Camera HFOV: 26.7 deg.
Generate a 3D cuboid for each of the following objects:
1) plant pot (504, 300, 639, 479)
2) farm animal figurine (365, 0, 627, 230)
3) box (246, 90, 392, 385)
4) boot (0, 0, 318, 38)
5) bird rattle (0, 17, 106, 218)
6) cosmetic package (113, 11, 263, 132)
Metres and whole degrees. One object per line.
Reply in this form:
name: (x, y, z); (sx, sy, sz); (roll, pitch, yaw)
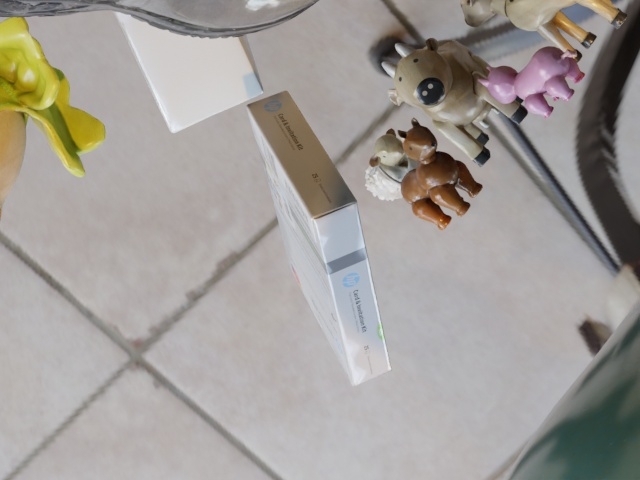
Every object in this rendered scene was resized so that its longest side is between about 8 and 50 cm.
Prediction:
plant pot: (0.178, 0.159, 0.489); (0.235, 0.293, 0.293); (-25, 122, -51)
farm animal figurine: (0.166, -0.190, 1.551); (0.172, 0.327, 0.330); (39, 89, -6)
box: (0.000, 0.000, 1.031); (0.038, 0.145, 0.186); (-21, 134, -9)
boot: (-0.058, -0.211, 0.859); (0.338, 0.223, 0.118); (-15, 90, -40)
bird rattle: (-0.317, -0.083, 1.084); (0.254, 0.207, 0.143); (-3, 145, 14)
cosmetic package: (-0.164, -0.303, 1.227); (0.097, 0.377, 0.284); (-25, 119, 3)
